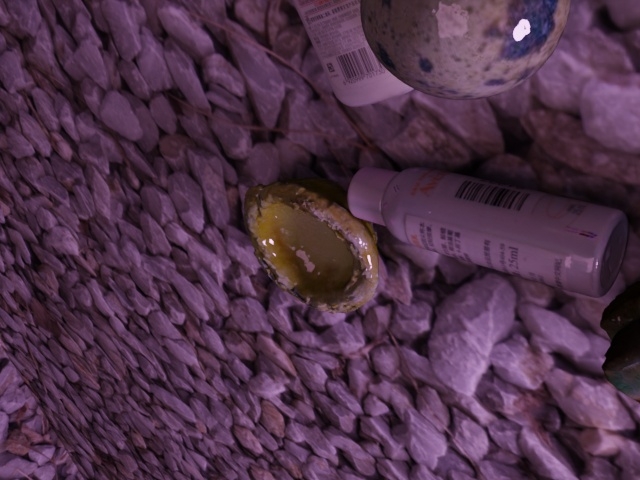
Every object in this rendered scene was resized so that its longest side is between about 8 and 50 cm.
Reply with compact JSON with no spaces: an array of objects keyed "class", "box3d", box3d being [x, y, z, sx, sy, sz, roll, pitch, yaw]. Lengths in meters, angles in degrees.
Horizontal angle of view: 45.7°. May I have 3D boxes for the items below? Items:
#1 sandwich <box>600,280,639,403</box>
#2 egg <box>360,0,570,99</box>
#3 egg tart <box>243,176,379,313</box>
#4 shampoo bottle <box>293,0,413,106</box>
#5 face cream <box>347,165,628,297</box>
[{"class":"sandwich","box3d":[0.357,0.107,0.593,0.292,0.109,0.212,12,129,39]},{"class":"egg","box3d":[0.103,-0.177,0.574,0.181,0.141,0.141,24,141,58]},{"class":"egg tart","box3d":[0.000,0.000,0.878,0.197,0.078,0.197,32,144,26]},{"class":"shampoo bottle","box3d":[0.016,-0.231,0.684,0.108,0.051,0.221,-3,119,48]},{"class":"face cream","box3d":[0.144,-0.020,0.719,0.269,0.082,0.082,18,133,34]}]
